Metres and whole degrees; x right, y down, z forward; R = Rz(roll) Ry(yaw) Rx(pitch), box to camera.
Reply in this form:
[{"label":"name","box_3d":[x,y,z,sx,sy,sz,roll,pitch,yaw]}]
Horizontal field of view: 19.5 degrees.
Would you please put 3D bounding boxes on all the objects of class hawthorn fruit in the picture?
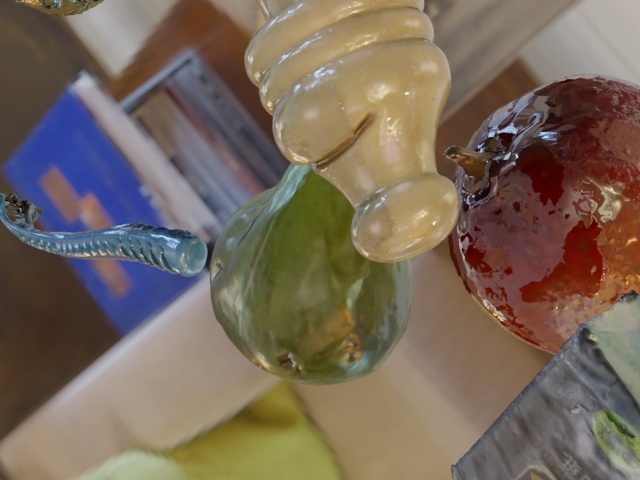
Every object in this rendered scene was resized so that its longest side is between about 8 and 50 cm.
[{"label":"hawthorn fruit","box_3d":[0.190,-0.023,1.387,0.250,0.215,0.215,22,161,-21]}]

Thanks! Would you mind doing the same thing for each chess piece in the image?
[{"label":"chess piece","box_3d":[0.015,-0.131,1.196,0.307,0.139,0.124,68,151,19]}]

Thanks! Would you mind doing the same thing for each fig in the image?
[{"label":"fig","box_3d":[0.000,0.000,1.807,0.206,0.206,0.275,34,127,28]}]

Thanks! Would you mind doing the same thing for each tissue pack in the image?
[{"label":"tissue pack","box_3d":[0.185,0.152,1.149,0.173,0.073,0.235,52,151,12]}]

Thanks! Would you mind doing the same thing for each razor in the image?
[{"label":"razor","box_3d":[-0.180,-0.004,1.451,0.253,0.042,0.082,10,170,43]}]

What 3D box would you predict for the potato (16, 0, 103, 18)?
[{"label":"potato","box_3d":[-0.232,-0.259,1.477,0.198,0.119,0.054,63,173,-25]}]
